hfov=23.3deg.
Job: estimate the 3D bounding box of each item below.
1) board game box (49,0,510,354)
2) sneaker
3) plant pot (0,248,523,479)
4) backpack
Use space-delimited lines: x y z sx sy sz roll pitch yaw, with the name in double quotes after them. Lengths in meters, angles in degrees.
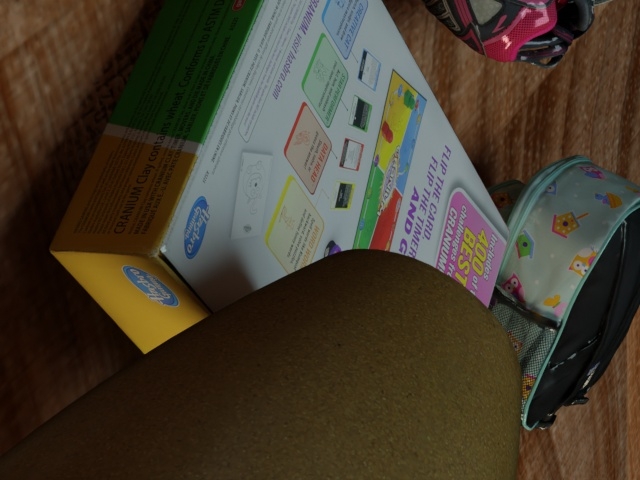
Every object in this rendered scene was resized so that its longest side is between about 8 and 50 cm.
0.000 0.000 0.863 0.316 0.064 0.242 56 45 -44 "board game box"
0.142 -0.170 1.036 0.121 0.112 0.299 -43 167 29 "sneaker"
-0.019 0.123 0.645 0.254 0.237 0.237 -52 143 -39 "plant pot"
0.173 0.026 1.173 0.166 0.144 0.188 -15 138 -57 "backpack"
